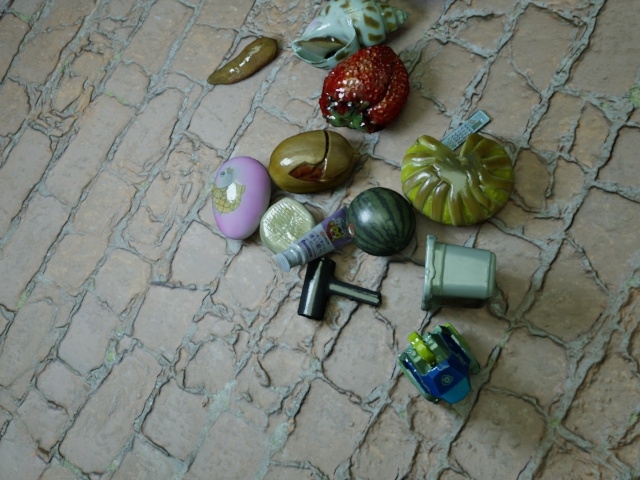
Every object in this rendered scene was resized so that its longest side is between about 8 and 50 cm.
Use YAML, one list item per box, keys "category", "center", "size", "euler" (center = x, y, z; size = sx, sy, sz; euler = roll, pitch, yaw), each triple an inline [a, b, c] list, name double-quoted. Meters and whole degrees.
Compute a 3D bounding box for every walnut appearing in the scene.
- category: "walnut"
  center: [-0.019, -0.253, 2.015]
  size: [0.298, 0.203, 0.203]
  euler: [-13, 72, -4]

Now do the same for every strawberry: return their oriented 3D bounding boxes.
- category: "strawberry"
  center: [0.140, -0.485, 2.003]
  size: [0.238, 0.250, 0.288]
  euler: [13, 80, 55]

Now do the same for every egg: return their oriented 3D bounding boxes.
- category: "egg"
  center: [-0.254, -0.138, 2.056]
  size: [0.196, 0.196, 0.271]
  euler: [-6, 84, 16]

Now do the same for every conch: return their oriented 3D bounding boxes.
- category: "conch"
  center: [0.098, -0.684, 2.077]
  size: [0.368, 0.197, 0.249]
  euler: [-22, 58, 26]

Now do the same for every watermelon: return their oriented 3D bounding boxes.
- category: "watermelon"
  center: [0.180, -0.053, 1.890]
  size: [0.212, 0.212, 0.212]
  euler: [-4, 75, 16]

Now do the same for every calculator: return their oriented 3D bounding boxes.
- category: "calculator"
  center: [0.450, -0.341, 1.983]
  size: [0.172, 0.018, 0.057]
  euler: [-38, 70, 3]

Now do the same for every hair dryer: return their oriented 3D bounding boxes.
- category: "hair dryer"
  center: [0.064, 0.159, 1.940]
  size: [0.251, 0.089, 0.197]
  euler: [12, 79, 13]

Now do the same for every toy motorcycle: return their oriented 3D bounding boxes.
- category: "toy motorcycle"
  center: [0.317, 0.337, 1.680]
  size: [0.191, 0.326, 0.200]
  euler: [-38, 70, 5]

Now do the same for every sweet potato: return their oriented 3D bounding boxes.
- category: "sweet potato"
  center: [-0.274, -0.623, 2.242]
  size: [0.292, 0.097, 0.097]
  euler: [-30, 69, 9]

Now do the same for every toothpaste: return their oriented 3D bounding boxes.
- category: "toothpaste"
  center: [0.000, 0.000, 1.927]
  size: [0.299, 0.073, 0.114]
  euler: [-31, 89, -30]

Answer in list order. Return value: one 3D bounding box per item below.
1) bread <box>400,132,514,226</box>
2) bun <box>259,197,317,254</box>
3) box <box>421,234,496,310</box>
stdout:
- category: "bread"
  center: [0.402, -0.190, 1.860]
  size: [0.333, 0.160, 0.333]
  euler: [-3, 68, 7]
- category: "bun"
  center: [-0.092, -0.029, 2.014]
  size: [0.193, 0.128, 0.178]
  euler: [40, 89, 11]
- category: "box"
  center: [0.374, 0.103, 1.742]
  size: [0.182, 0.312, 0.175]
  euler: [5, 78, 10]
